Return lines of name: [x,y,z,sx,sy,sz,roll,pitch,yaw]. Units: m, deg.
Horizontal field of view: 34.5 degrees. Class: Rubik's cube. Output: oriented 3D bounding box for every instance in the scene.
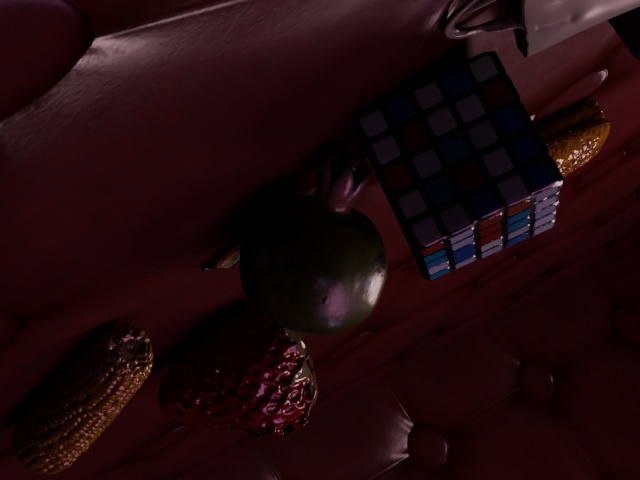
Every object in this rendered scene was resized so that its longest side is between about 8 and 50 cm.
Rubik's cube: [0.162,-0.082,1.210,0.182,0.184,0.187,-24,162,3]

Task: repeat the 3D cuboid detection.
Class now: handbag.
handbag: [0.280,-0.271,1.062,0.315,0.109,0.241,-30,165,3]

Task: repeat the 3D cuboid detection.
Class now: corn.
corn: [-0.314,0.217,1.371,0.293,0.106,0.106,-43,162,33]

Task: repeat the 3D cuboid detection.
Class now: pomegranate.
pomegranate: [0.000,0.001,1.235,0.187,0.187,0.225,-11,124,-55]

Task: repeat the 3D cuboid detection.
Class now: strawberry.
strawberry: [-0.132,0.214,1.591,0.244,0.205,0.205,-20,166,6]

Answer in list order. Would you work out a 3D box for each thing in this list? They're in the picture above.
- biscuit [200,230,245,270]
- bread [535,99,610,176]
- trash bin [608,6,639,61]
biscuit: [-0.108,0.013,1.313,0.089,0.016,0.046,-40,163,23]
bread: [0.377,-0.147,1.679,0.211,0.083,0.114,-29,160,-22]
trash bin: [0.480,-0.333,1.268,0.165,0.115,0.225,-20,164,-43]
